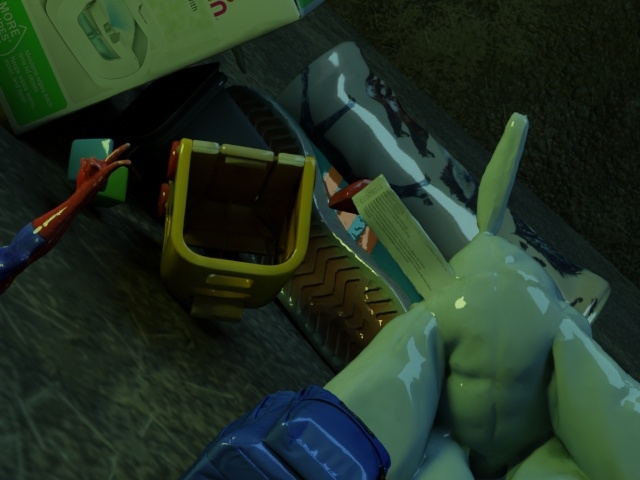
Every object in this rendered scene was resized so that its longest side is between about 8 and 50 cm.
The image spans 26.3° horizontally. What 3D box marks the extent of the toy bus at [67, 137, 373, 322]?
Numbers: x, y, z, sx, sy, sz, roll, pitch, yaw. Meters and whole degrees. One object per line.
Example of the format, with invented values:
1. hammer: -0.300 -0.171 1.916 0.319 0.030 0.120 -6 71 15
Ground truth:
1. toy bus: -0.066 0.002 0.952 0.202 0.191 0.104 25 66 -50

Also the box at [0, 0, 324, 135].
1. box: -0.125 -0.199 1.072 0.262 0.231 0.127 -71 139 -76

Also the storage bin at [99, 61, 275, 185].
1. storage bin: -0.104 -0.072 1.081 0.091 0.098 0.135 48 -20 -20

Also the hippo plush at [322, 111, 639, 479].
1. hippo plush: 0.087 0.123 0.933 0.294 0.234 0.236 62 -13 14

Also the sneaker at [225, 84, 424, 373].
1. sneaker: 0.000 0.000 1.166 0.302 0.108 0.121 57 17 21

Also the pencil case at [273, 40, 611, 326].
1. pencil case: 0.102 -0.027 1.390 0.410 0.160 0.183 45 30 9

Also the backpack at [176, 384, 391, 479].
1. backpack: -0.012 0.132 0.729 0.098 0.101 0.120 50 10 2

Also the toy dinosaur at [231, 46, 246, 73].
1. toy dinosaur: -0.216 -0.236 1.304 0.313 0.121 0.160 45 25 -10

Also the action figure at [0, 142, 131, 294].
1. action figure: -0.157 0.013 0.617 0.091 0.139 0.280 38 12 -26
